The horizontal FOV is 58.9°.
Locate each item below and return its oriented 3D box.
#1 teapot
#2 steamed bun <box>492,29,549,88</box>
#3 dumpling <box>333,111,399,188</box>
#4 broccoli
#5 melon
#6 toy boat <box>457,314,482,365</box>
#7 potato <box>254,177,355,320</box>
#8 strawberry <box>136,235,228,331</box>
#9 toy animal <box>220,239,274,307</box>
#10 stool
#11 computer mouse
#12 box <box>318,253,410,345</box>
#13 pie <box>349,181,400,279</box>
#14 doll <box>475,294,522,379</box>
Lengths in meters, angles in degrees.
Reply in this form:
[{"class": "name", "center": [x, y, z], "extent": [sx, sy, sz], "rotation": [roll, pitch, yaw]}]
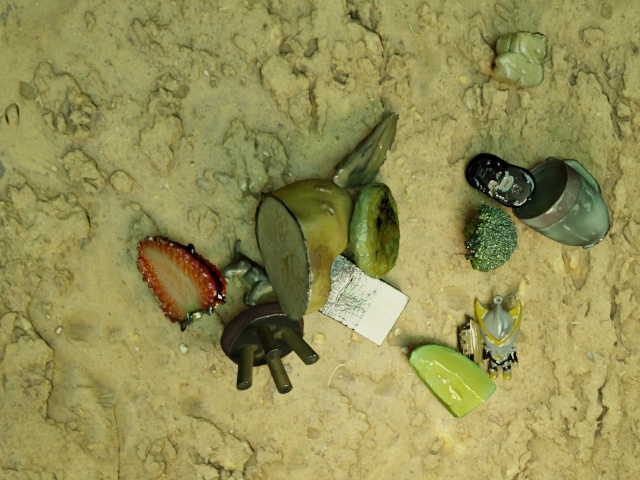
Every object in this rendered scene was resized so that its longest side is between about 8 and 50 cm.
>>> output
[{"class": "teapot", "center": [0.845, -0.132, 1.917], "extent": [0.312, 0.233, 0.315], "rotation": [30, 65, -22]}, {"class": "steamed bun", "center": [0.631, -0.581, 1.831], "extent": [0.192, 0.106, 0.178], "rotation": [-2, 97, -20]}, {"class": "dumpling", "center": [0.135, -0.263, 1.786], "extent": [0.332, 0.086, 0.166], "rotation": [-46, 151, -25]}, {"class": "broccoli", "center": [0.555, -0.009, 1.881], "extent": [0.226, 0.176, 0.198], "rotation": [46, 71, -6]}, {"class": "melon", "center": [0.434, 0.467, 1.964], "extent": [0.323, 0.124, 0.196], "rotation": [44, 105, -7]}, {"class": "toy boat", "center": [0.526, 0.364, 2.003], "extent": [0.077, 0.057, 0.201], "rotation": [-10, 103, -5]}, {"class": "potato", "center": [0.000, 0.000, 1.688], "extent": [0.296, 0.290, 0.397], "rotation": [-14, 69, -31]}, {"class": "strawberry", "center": [-0.409, 0.099, 1.716], "extent": [0.233, 0.137, 0.306], "rotation": [-34, 85, 23]}, {"class": "toy animal", "center": [-0.202, 0.123, 1.778], "extent": [0.233, 0.121, 0.169], "rotation": [32, 76, -6]}, {"class": "stool", "center": [-0.155, 0.337, 1.736], "extent": [0.272, 0.178, 0.272], "rotation": [-16, 137, -15]}, {"class": "computer mouse", "center": [0.599, -0.202, 1.878], "extent": [0.233, 0.096, 0.137], "rotation": [32, 108, 13]}, {"class": "box", "center": [0.118, 0.188, 1.870], "extent": [0.310, 0.084, 0.198], "rotation": [31, 93, -16]}, {"class": "pie", "center": [0.180, -0.036, 1.765], "extent": [0.070, 0.323, 0.323], "rotation": [5, 102, 30]}, {"class": "doll", "center": [0.626, 0.342, 2.001], "extent": [0.103, 0.145, 0.316], "rotation": [-24, 114, -41]}]
